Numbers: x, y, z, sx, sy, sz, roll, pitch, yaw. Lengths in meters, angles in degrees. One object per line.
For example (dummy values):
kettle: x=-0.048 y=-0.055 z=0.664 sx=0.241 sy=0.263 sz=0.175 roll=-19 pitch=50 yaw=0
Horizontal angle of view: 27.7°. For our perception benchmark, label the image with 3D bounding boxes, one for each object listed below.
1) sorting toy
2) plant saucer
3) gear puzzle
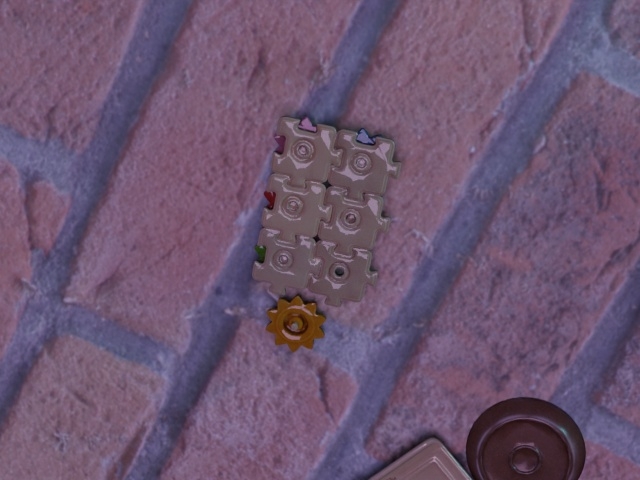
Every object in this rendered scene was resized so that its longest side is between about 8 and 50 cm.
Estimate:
sorting toy: x=0.150 y=0.401 z=1.876 sx=0.193 sy=0.038 sz=0.208 roll=-37 pitch=102 yaw=16
plant saucer: x=0.289 y=0.304 z=1.828 sx=0.168 sy=0.029 sz=0.168 roll=2 pitch=106 yaw=7
gear puzzle: x=0.000 y=0.000 z=1.779 sx=0.175 sy=0.044 sz=0.339 roll=12 pitch=110 yaw=3
